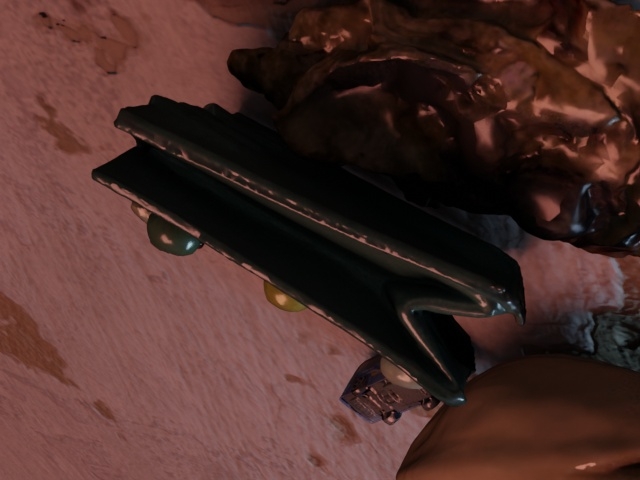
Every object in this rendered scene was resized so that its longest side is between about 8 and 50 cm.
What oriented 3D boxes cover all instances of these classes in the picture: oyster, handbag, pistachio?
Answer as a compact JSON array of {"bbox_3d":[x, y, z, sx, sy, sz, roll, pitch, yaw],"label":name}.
[{"bbox_3d":[0.098,-0.081,0.717,0.361,0.096,0.221,23,141,12],"label":"oyster"},{"bbox_3d":[0.000,0.005,0.787,0.274,0.100,0.269,28,-171,4],"label":"handbag"},{"bbox_3d":[0.189,0.191,0.901,0.226,0.207,0.332,19,155,-19],"label":"pistachio"}]

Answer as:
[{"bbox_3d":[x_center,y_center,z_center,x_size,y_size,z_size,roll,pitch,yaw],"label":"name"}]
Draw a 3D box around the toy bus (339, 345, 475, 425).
[{"bbox_3d":[0.078,0.124,1.051,0.051,0.061,0.153,41,147,-10],"label":"toy bus"}]
